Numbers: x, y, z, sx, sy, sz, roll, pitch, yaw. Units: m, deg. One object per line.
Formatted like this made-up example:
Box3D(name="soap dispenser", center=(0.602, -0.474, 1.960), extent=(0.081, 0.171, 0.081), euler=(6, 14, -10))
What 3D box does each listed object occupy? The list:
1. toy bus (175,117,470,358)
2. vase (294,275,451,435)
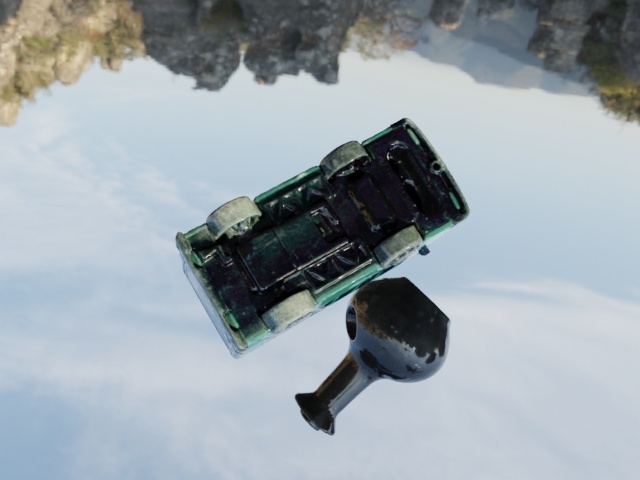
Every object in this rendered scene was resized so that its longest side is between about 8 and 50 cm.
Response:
Box3D(name="toy bus", center=(0.000, 0.000, 0.442), extent=(0.160, 0.079, 0.092), euler=(-30, 171, -16))
Box3D(name="vase", center=(0.051, 0.126, 0.765), extent=(0.120, 0.183, 0.120), euler=(43, -178, -2))
